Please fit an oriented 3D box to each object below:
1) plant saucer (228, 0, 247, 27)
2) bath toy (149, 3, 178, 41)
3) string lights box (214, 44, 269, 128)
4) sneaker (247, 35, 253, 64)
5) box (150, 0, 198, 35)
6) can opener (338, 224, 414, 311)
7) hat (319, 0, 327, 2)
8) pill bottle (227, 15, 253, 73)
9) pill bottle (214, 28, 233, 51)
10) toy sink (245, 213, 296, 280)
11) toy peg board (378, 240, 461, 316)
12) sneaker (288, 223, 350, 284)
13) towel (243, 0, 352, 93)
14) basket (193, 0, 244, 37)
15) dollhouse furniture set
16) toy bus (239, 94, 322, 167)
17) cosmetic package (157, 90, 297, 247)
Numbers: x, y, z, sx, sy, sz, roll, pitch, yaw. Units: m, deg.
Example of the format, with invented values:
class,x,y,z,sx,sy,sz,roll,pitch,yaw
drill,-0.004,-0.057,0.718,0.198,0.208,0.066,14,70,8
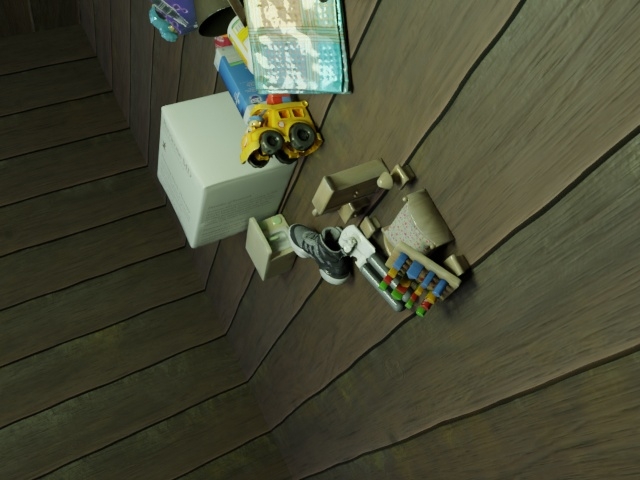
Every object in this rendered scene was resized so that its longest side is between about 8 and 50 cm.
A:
class,x,y,z,sx,sy,sz,roll,pitch,yaw
plant saucer,-0.237,-0.652,1.696,0.168,0.029,0.168,59,-176,-7
bath toy,-0.480,-0.819,2.202,0.348,0.151,0.129,-14,79,57
string lights box,-0.206,-0.470,1.907,0.259,0.133,0.077,63,154,15
sneaker,-0.106,-0.613,1.654,0.169,0.108,0.292,-5,87,37
box,-0.432,-0.770,1.980,0.153,0.108,0.207,-9,143,31
can opener,0.150,0.066,1.675,0.280,0.093,0.074,51,121,28
hat,0.040,-0.641,1.270,0.331,0.134,0.331,171,90,-81
pill bottle,-0.171,-0.542,1.799,0.208,0.118,0.117,58,153,23
pill bottle,-0.295,-0.618,2.032,0.086,0.086,0.152,48,148,39
toy sink,-0.166,0.011,2.204,0.152,0.131,0.234,59,159,20
toy peg board,0.213,0.097,1.432,0.161,0.079,0.160,33,163,7
sneaker,0.000,0.000,1.897,0.268,0.101,0.153,45,145,32
towel,-0.067,-0.535,1.531,0.272,0.040,0.370,7,120,26
basket,-0.308,-0.755,1.876,0.204,0.154,0.226,-21,84,35
dollhouse furniture set,0.140,0.003,1.517,0.355,0.174,0.303,62,155,17
toy bus,-0.131,-0.327,1.778,0.149,0.220,0.211,-25,79,63
cosmetic package,-0.326,-0.240,2.101,0.329,0.327,0.393,61,153,19
